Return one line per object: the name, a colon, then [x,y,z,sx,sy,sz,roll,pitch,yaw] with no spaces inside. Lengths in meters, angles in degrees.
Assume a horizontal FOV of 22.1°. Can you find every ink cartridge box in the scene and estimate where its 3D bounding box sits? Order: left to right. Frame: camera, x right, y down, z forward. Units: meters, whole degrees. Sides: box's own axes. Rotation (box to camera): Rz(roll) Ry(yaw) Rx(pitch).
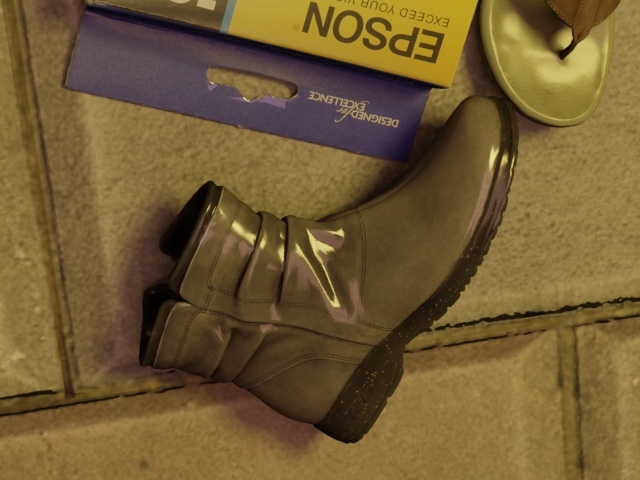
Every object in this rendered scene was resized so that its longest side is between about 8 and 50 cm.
ink cartridge box: [-0.022,-0.224,1.291,0.303,0.072,0.307,11,108,-13]

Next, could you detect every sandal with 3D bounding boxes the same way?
sandal: [0.203,-0.240,1.335,0.120,0.086,0.303,4,104,-12]

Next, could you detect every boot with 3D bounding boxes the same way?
boot: [0.000,0.000,1.336,0.222,0.118,0.338,25,105,-15]
